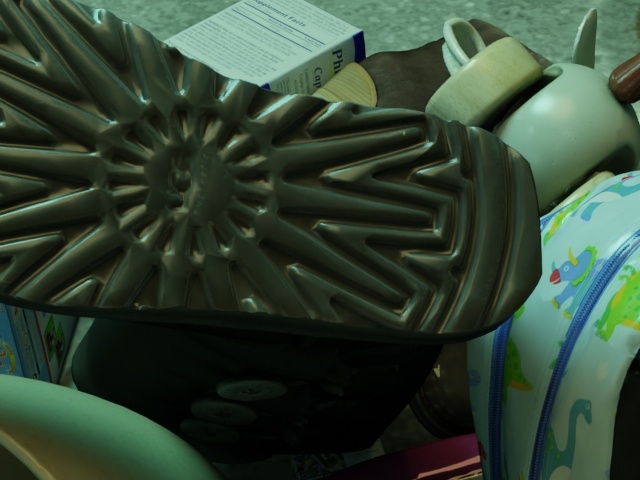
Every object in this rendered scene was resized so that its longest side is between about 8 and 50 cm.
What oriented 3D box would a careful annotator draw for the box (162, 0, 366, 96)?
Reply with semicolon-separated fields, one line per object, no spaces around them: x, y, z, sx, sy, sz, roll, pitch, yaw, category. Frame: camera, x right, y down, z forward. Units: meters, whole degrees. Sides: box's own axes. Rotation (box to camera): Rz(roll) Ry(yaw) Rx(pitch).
-0.049;-0.149;1.704;0.137;0.072;0.126;-31;44;-28;box

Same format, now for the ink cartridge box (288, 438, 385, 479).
0.007;0.137;1.363;0.062;0.029;0.115;-11;38;-6;ink cartridge box

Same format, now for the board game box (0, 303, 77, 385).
-0.215;0.018;1.442;0.039;0.160;0.211;-1;38;9;board game box

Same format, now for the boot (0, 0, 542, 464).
-0.100;0.018;1.112;0.367;0.445;0.146;17;77;-6;boot

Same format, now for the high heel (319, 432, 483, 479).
0.148;0.147;1.275;0.377;0.127;0.181;-13;15;-28;high heel

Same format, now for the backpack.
0.213;0.136;1.071;0.290;0.356;0.273;-18;38;-14;backpack

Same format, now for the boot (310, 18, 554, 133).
0.117;-0.103;1.605;0.206;0.090;0.248;-27;39;-21;boot

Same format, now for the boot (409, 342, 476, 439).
0.207;0.052;1.266;0.263;0.091;0.229;-13;-6;-37;boot

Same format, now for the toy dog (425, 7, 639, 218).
0.202;-0.088;1.403;0.161;0.220;0.334;-38;11;17;toy dog

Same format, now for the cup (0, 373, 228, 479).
-0.160;0.214;1.098;0.331;0.331;0.237;17;17;27;cup
